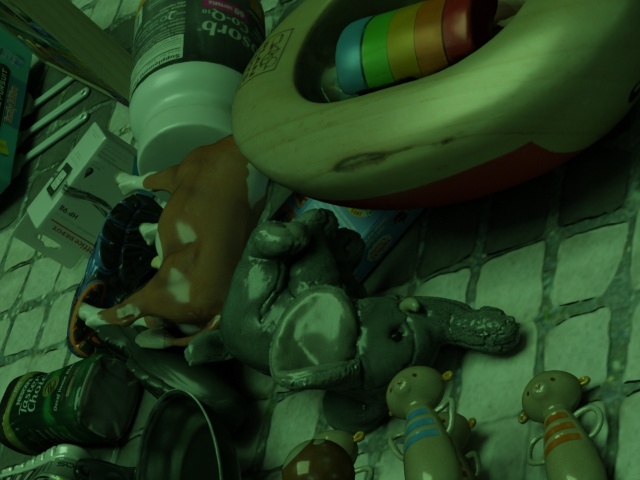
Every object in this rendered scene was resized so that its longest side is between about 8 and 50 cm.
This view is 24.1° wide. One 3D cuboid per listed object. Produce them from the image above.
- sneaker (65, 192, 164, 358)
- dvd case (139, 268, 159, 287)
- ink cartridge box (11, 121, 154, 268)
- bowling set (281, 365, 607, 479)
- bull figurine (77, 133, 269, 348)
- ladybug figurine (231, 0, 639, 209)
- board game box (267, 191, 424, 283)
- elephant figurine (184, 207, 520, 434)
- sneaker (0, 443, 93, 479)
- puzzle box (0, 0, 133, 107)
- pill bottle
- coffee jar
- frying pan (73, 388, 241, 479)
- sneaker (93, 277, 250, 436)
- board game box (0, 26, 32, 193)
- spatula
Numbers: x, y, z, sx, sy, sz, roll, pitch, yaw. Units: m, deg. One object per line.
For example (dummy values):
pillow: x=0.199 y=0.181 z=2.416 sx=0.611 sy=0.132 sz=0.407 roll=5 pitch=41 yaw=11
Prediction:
sneaker: x=-0.245 y=0.041 z=1.736 sx=0.087 sy=0.083 sz=0.221 roll=-28 pitch=34 yaw=56
dvd case: x=-0.209 y=0.044 z=1.770 sx=0.119 sy=0.013 sz=0.087 roll=-2 pitch=59 yaw=53
ink cartridge box: x=-0.289 y=-0.043 z=1.869 sx=0.180 sy=0.104 sz=0.060 roll=-52 pitch=33 yaw=6
bowling set: x=0.059 y=0.164 z=1.150 sx=0.287 sy=0.200 sz=0.154 roll=-36 pitch=36 yaw=21
bull figurine: x=-0.125 y=-0.018 z=1.520 sx=0.188 sy=0.101 sz=0.310 roll=-17 pitch=40 yaw=28
ladybug figurine: x=0.112 y=-0.148 z=1.352 sx=0.449 sy=0.162 sz=0.305 roll=-9 pitch=47 yaw=40
board game box: x=0.000 y=0.000 z=1.512 sx=0.211 sy=0.039 sz=0.160 roll=-50 pitch=33 yaw=9
elephant figurine: x=0.023 y=0.089 z=1.313 sx=0.239 sy=0.169 sz=0.186 roll=46 pitch=129 yaw=42
sneaker: x=-0.321 y=0.288 z=1.648 sx=0.170 sy=0.063 sz=0.074 roll=-31 pitch=33 yaw=26
puzzle box: x=-0.391 y=-0.305 z=2.074 sx=0.052 sy=0.272 sz=0.409 roll=-53 pitch=33 yaw=-5
pill bottle: x=-0.142 y=-0.179 z=1.747 sx=0.162 sy=0.162 sz=0.278 roll=-35 pitch=38 yaw=28
coffee jar: x=-0.289 y=0.187 z=1.682 sx=0.184 sy=0.079 sz=0.096 roll=-18 pitch=47 yaw=45
frying pan: x=-0.154 y=0.263 z=1.449 sx=0.326 sy=0.053 sz=0.197 roll=-41 pitch=52 yaw=52
sneaker: x=-0.139 y=0.103 z=1.549 sx=0.130 sy=0.109 sz=0.286 roll=-47 pitch=36 yaw=-5
board game box: x=-0.555 y=-0.149 z=2.309 sx=0.254 sy=0.079 sz=0.336 roll=-41 pitch=34 yaw=33
spatula: x=-0.419 y=-0.180 z=2.242 sx=0.242 sy=0.019 sz=0.168 roll=-31 pitch=39 yaw=34
